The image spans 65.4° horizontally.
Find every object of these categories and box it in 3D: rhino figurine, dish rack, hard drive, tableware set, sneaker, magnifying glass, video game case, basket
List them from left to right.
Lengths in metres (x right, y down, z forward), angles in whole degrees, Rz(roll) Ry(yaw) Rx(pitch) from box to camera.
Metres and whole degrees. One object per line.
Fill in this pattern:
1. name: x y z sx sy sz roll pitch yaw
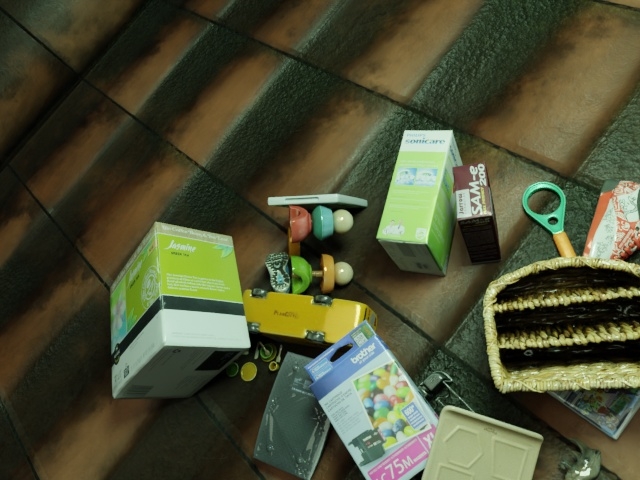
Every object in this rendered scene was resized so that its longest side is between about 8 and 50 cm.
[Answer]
1. tableware set: -0.175 0.313 1.298 0.154 0.024 0.104 0 67 25
2. sneaker: -0.114 0.096 1.349 0.063 0.073 0.162 -6 40 -3
3. hard drive: -0.045 0.407 1.173 0.171 0.054 0.255 9 70 29
4. video game case: -0.002 -0.099 1.309 0.193 0.212 0.023 0 90 25
5. dish rack: 0.261 0.423 1.014 0.208 0.074 0.271 -46 58 1
6. magnifying glass: 0.531 -0.035 1.132 0.092 0.026 0.231 -19 60 16
7. basket: 0.454 0.138 0.904 0.299 0.223 0.214 -9 88 22
8. video game case: 0.550 0.251 0.987 0.183 0.023 0.201 36 83 34
9. rhino figurine: 0.490 0.474 0.878 0.106 0.073 0.244 -18 58 13
10. sneaker: 0.633 -0.005 1.023 0.144 0.090 0.270 14 66 31

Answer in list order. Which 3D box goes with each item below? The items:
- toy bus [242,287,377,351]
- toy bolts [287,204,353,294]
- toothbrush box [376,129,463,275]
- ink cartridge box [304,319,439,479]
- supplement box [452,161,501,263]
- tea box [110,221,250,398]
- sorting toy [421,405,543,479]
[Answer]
1. toy bus: -0.040 0.197 1.226 0.332 0.130 0.108 2 69 26
2. toy bolts: 0.000 0.000 1.282 0.158 0.229 0.218 -3 36 -6
3. toothbrush box: 0.247 -0.086 1.181 0.122 0.206 0.284 5 68 28
4. ink cartridge box: 0.108 0.335 1.025 0.185 0.065 0.311 -38 63 4
5. supplement box: 0.347 -0.053 1.097 0.073 0.239 0.130 -9 63 21
6. tea box: -0.370 0.187 1.263 0.329 0.219 0.324 -43 49 36
7. sorting toy: 0.287 0.424 0.913 0.192 0.038 0.209 18 89 0
